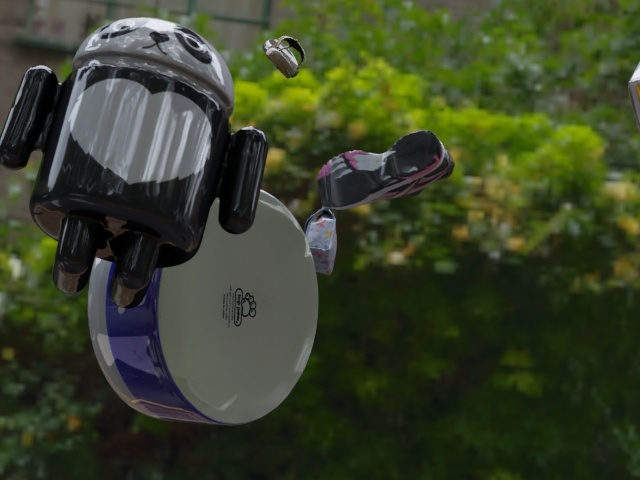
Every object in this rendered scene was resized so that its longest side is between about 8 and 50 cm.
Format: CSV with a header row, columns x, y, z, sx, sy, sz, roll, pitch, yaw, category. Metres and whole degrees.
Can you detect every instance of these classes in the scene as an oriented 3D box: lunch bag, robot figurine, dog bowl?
x,y,z,sx,sy,sz,roll,pitch,yaw,category
0.000,0.000,2.417,0.053,0.083,0.071,9,-35,8,lunch bag
-0.181,-0.081,1.516,0.174,0.278,0.209,-4,-26,40,robot figurine
-0.122,0.069,1.712,0.104,0.264,0.265,1,-10,40,dog bowl

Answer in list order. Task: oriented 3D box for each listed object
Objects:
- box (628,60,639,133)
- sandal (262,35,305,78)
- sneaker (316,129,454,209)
x,y,z,sx,sy,sz,roll,pitch,yaw,category
0.467,-0.171,1.786,0.203,0.103,0.114,-11,19,24,box
-0.052,-0.291,2.436,0.072,0.049,0.180,44,7,-8,sandal
0.082,-0.071,1.878,0.178,0.072,0.077,-14,-25,30,sneaker
